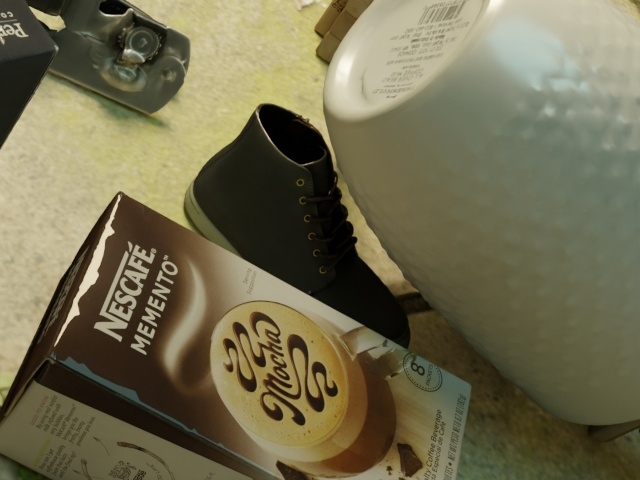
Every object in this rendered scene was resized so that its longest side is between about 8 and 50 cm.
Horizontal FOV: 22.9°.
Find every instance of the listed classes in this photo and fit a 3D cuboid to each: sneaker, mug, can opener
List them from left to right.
[{"bbox_3d":[-0.238,-0.191,1.290,0.283,0.076,0.095,24,11,-17],"label":"can opener"},{"bbox_3d":[0.000,0.000,1.245,0.222,0.118,0.083,41,41,1],"label":"sneaker"},{"bbox_3d":[0.145,-0.066,1.275,0.328,0.374,0.276,42,80,-30],"label":"mug"}]

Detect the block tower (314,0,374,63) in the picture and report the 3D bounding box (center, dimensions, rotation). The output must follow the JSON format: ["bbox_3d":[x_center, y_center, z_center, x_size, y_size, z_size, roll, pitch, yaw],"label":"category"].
[{"bbox_3d":[0.147,-0.127,1.489,0.335,0.097,0.091,39,41,1],"label":"block tower"}]

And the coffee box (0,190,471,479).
[{"bbox_3d":[-0.057,0.120,1.097,0.297,0.119,0.168,29,43,-13],"label":"coffee box"}]

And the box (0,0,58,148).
[{"bbox_3d":[-0.410,-0.156,1.031,0.343,0.179,0.312,-23,71,-45],"label":"box"}]

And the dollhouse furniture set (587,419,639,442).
[{"bbox_3d":[0.464,0.150,1.442,0.362,0.256,0.394,38,62,-2],"label":"dollhouse furniture set"}]
